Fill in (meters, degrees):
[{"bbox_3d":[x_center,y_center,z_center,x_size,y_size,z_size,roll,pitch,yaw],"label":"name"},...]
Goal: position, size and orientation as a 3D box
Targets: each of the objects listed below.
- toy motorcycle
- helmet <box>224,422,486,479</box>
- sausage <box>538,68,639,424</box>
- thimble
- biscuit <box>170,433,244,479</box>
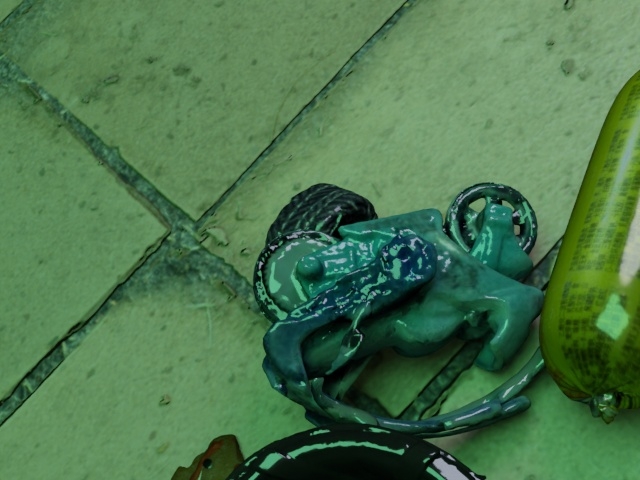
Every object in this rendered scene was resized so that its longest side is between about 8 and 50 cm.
[{"bbox_3d":[0.077,0.064,0.858,0.260,0.154,0.206,-13,71,-7],"label":"toy motorcycle"},{"bbox_3d":[0.043,0.270,0.753,0.279,0.160,0.230,15,66,19],"label":"helmet"},{"bbox_3d":[0.265,-0.013,0.825,0.123,0.123,0.347,12,64,28],"label":"sausage"},{"bbox_3d":[0.001,-0.002,0.957,0.066,0.095,0.104,24,89,34],"label":"thimble"},{"bbox_3d":[-0.083,0.237,0.910,0.130,0.019,0.119,17,72,30],"label":"biscuit"}]
